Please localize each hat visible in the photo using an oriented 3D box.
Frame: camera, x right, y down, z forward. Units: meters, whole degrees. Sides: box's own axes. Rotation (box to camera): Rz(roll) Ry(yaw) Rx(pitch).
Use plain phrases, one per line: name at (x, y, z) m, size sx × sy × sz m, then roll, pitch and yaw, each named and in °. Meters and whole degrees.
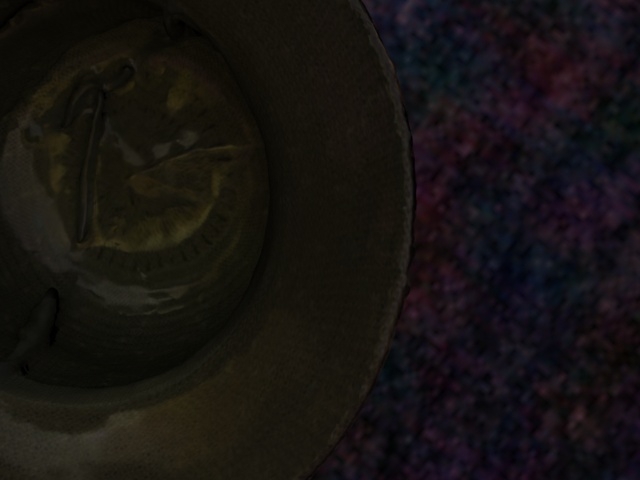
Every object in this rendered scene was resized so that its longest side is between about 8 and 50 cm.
hat at (-0.082, -0.018, 0.669) m, size 0.257 × 0.257 × 0.130 m, roll 41°, pitch 13°, yaw 7°
